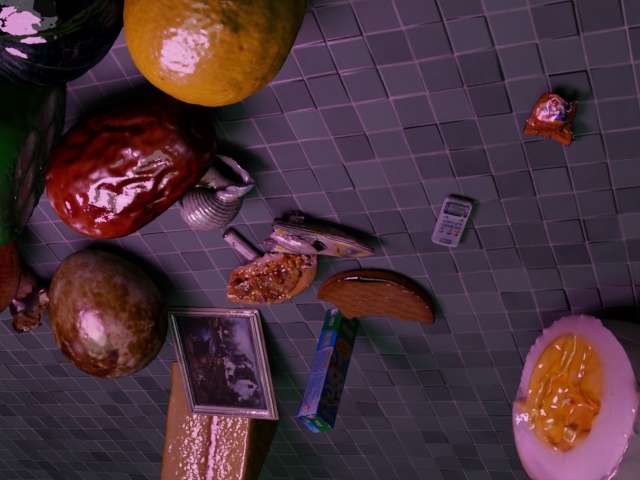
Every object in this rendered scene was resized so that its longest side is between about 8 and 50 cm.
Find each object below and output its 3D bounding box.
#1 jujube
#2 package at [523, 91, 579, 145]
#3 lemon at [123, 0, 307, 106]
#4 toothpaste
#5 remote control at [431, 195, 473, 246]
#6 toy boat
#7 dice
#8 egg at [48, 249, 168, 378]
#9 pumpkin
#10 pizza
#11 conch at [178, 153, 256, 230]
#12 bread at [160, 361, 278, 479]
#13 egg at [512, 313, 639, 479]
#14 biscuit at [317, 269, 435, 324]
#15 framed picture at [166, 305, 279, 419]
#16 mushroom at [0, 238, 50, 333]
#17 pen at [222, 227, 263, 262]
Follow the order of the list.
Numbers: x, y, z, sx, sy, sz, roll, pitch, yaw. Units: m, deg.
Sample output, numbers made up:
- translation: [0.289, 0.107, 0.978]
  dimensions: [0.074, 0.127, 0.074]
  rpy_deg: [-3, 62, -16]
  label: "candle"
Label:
- translation: [-0.326, -0.129, 1.619]
  dimensions: [0.318, 0.223, 0.223]
  rpy_deg: [-23, 127, 29]
  label: "jujube"
- translation: [0.361, -0.186, 1.461]
  dimensions: [0.077, 0.033, 0.110]
  rpy_deg: [5, 145, -1]
  label: "package"
- translation: [-0.145, -0.326, 1.315]
  dimensions: [0.245, 0.245, 0.320]
  rpy_deg: [25, 134, -9]
  label: "lemon"
- translation: [0.018, 0.258, 1.915]
  dimensions: [0.050, 0.266, 0.065]
  rpy_deg: [-18, 129, 35]
  label: "toothpaste"
- translation: [0.235, -0.034, 1.695]
  dimensions: [0.053, 0.018, 0.124]
  rpy_deg: [15, 141, 1]
  label: "remote control"
- translation: [0.000, 0.000, 1.780]
  dimensions: [0.210, 0.066, 0.084]
  rpy_deg: [11, 142, 6]
  label: "toy boat"
- translation: [-0.617, -0.179, 1.612]
  dimensions: [0.300, 0.287, 0.297]
  rpy_deg: [18, 140, -1]
  label: "dice"
- translation: [-0.450, 0.152, 1.981]
  dimensions: [0.238, 0.238, 0.289]
  rpy_deg: [-12, 123, 31]
  label: "egg"
- translation: [-0.444, -0.357, 1.386]
  dimensions: [0.315, 0.238, 0.315]
  rpy_deg: [12, 145, 9]
  label: "pumpkin"
- translation: [-0.097, 0.084, 1.880]
  dimensions: [0.246, 0.058, 0.127]
  rpy_deg: [-14, 132, 27]
  label: "pizza"
- translation: [-0.197, -0.093, 1.713]
  dimensions: [0.153, 0.102, 0.135]
  rpy_deg: [-40, 111, 8]
  label: "conch"
- translation: [-0.267, 0.509, 2.240]
  dimensions: [0.233, 0.361, 0.245]
  rpy_deg: [3, 141, 17]
  label: "bread"
- translation: [0.588, 0.334, 1.763]
  dimensions: [0.340, 0.354, 0.354]
  rpy_deg: [14, 144, -24]
  label: "egg"
- translation: [0.120, 0.121, 1.906]
  dimensions: [0.229, 0.031, 0.176]
  rpy_deg: [27, 140, -15]
  label: "biscuit"
- translation: [-0.224, 0.283, 2.141]
  dimensions: [0.232, 0.019, 0.296]
  rpy_deg: [0, 116, 19]
  label: "framed picture"
- translation: [-0.741, 0.046, 2.003]
  dimensions: [0.331, 0.356, 0.334]
  rpy_deg: [-35, 81, 46]
  label: "mushroom"
- translation: [-0.120, 0.044, 1.906]
  dimensions: [0.025, 0.025, 0.204]
  rpy_deg: [-22, 128, 38]
  label: "pen"
